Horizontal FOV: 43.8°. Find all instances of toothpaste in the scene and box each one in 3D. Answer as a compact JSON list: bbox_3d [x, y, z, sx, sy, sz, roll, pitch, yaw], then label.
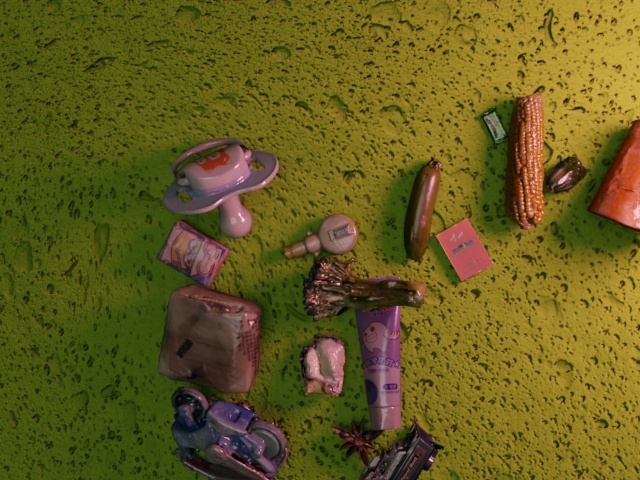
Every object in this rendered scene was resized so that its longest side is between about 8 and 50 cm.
[{"bbox_3d":[0.148,0.276,1.969,0.125,0.080,0.371,-5,81,14],"label":"toothpaste"}]

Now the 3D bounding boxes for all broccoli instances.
[{"bbox_3d":[0.106,0.122,1.908,0.304,0.145,0.164,3,90,22],"label":"broccoli"}]

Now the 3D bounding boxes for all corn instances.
[{"bbox_3d":[0.484,-0.184,1.879,0.097,0.097,0.319,2,90,10],"label":"corn"}]

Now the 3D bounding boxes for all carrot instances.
[{"bbox_3d":[0.737,-0.142,1.787,0.196,0.196,0.254,22,95,9],"label":"carrot"}]

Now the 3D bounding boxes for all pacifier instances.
[{"bbox_3d":[-0.238,-0.113,1.986,0.300,0.244,0.233,-24,119,-12],"label":"pacifier"}]

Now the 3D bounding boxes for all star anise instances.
[{"bbox_3d":[0.083,0.489,1.981,0.129,0.056,0.124,23,93,-6],"label":"star anise"}]

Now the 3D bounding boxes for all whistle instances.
[{"bbox_3d":[0.000,0.000,1.990,0.198,0.057,0.104,-19,87,9],"label":"whistle"}]

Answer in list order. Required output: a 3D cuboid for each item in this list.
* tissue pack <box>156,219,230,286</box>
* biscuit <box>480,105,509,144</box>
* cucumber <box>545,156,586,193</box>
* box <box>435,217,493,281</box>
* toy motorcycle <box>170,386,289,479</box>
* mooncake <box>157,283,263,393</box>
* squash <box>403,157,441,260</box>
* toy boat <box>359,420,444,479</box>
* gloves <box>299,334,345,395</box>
[{"bbox_3d":[-0.326,0.031,2.047,0.155,0.065,0.115,30,97,9],"label":"tissue pack"},{"bbox_3d":[0.422,-0.276,1.928,0.046,0.016,0.089,-26,87,8],"label":"biscuit"},{"bbox_3d":[0.575,-0.151,1.867,0.107,0.035,0.067,-38,87,-25],"label":"cucumber"},{"bbox_3d":[0.351,0.023,1.943,0.090,0.023,0.133,-28,86,8],"label":"box"},{"bbox_3d":[-0.247,0.512,1.980,0.319,0.182,0.241,24,95,8],"label":"toy motorcycle"},{"bbox_3d":[-0.267,0.247,2.004,0.250,0.136,0.254,11,98,12],"label":"mooncake"},{"bbox_3d":[0.245,-0.077,1.939,0.069,0.069,0.257,11,93,10],"label":"squash"},{"bbox_3d":[0.168,0.581,1.940,0.122,0.114,0.296,34,96,2],"label":"toy boat"},{"bbox_3d":[0.006,0.311,1.989,0.115,0.070,0.153,1,84,19],"label":"gloves"}]
